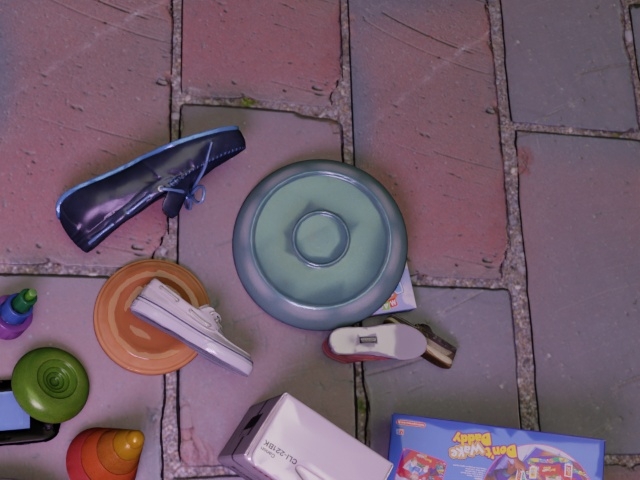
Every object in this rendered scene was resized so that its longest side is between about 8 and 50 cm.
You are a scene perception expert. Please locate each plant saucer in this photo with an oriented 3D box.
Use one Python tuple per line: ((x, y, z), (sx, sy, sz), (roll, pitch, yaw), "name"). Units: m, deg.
((-0.282, 0.126, 1.401), (0.199, 0.037, 0.200), (4, 75, -14), "plant saucer")
((0.000, 0.000, 1.472), (0.317, 0.044, 0.318), (0, 76, -2), "plant saucer")

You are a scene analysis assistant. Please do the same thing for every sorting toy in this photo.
((-0.379, 0.222, 1.278), (0.366, 0.126, 0.127), (55, 37, 4), "sorting toy")

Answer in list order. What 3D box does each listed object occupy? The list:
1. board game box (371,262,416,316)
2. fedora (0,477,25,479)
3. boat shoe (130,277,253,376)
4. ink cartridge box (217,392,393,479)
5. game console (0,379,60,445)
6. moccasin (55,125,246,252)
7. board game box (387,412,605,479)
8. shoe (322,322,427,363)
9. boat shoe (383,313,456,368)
((0.078, 0.036, 1.523), (0.160, 0.039, 0.212), (-8, 78, -17), "board game box")
((-0.457, 0.486, 1.206), (0.243, 0.124, 0.276), (-32, 85, -21), "fedora")
((-0.198, 0.138, 1.355), (0.226, 0.083, 0.076), (32, 70, -4), "boat shoe")
((-0.033, 0.344, 1.282), (0.197, 0.273, 0.114), (34, 69, -4), "ink cartridge box")
((-0.588, 0.258, 1.270), (0.361, 0.044, 0.213), (-1, 70, -18), "game console")
((-0.277, -0.086, 1.427), (0.341, 0.138, 0.117), (-27, 88, -6), "moccasin")
((0.277, 0.423, 1.357), (0.346, 0.078, 0.234), (6, 76, 6), "board game box")
((0.093, 0.183, 1.463), (0.177, 0.081, 0.064), (2, 75, -12), "shoe")
((0.182, 0.176, 1.509), (0.152, 0.056, 0.049), (38, 64, -13), "boat shoe")
